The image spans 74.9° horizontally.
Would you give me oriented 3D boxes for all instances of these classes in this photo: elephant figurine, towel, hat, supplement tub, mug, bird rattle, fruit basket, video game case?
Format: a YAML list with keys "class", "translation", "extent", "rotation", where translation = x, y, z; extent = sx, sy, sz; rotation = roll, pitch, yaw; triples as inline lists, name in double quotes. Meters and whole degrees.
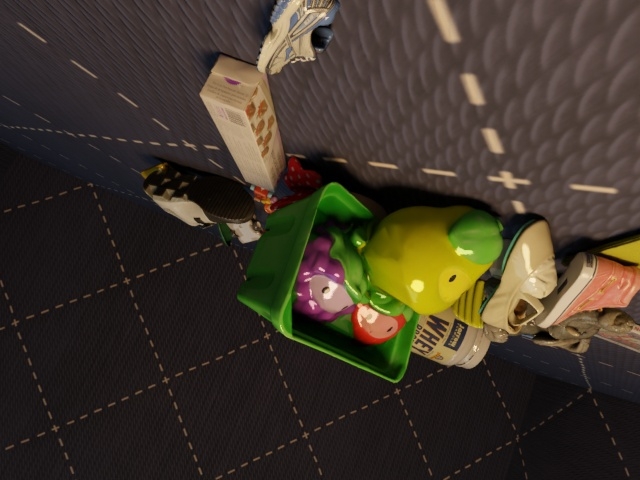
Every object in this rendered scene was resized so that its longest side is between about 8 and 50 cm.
- class: "elephant figurine"
  translation: [0.439, 0.141, 0.781]
  extent: [0.240, 0.186, 0.169]
  rotation: [8, 122, 38]
- class: "towel"
  translation: [0.436, 0.023, 0.564]
  extent: [0.102, 0.021, 0.237]
  rotation: [18, 169, 6]
- class: "hat"
  translation: [-0.251, -0.077, 1.453]
  extent: [0.184, 0.172, 0.208]
  rotation: [-12, 177, -3]
- class: "supplement tub"
  translation: [0.372, 0.274, 1.399]
  extent: [0.325, 0.235, 0.235]
  rotation: [23, 170, -3]
- class: "mug"
  translation: [0.334, 0.040, 0.743]
  extent: [0.062, 0.064, 0.078]
  rotation: [11, 165, 46]
- class: "bird rattle"
  translation: [0.030, -0.066, 0.828]
  extent: [0.207, 0.142, 0.253]
  rotation: [8, 154, 13]
- class: "fruit basket"
  translation: [0.106, 0.073, 0.700]
  extent: [0.393, 0.282, 0.392]
  rotation: [17, 163, 6]
- class: "video game case"
  translation: [0.728, 0.227, 0.980]
  extent: [0.184, 0.023, 0.201]
  rotation: [20, 170, 12]

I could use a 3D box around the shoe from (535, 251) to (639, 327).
- class: "shoe"
  translation: [0.395, 0.088, 0.628]
  extent: [0.081, 0.063, 0.177]
  rotation: [16, 143, 11]

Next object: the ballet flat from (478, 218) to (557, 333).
- class: "ballet flat"
  translation: [0.323, 0.071, 0.656]
  extent: [0.086, 0.086, 0.248]
  rotation: [19, 144, 19]

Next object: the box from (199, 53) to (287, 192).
- class: "box"
  translation: [-0.105, -0.160, 0.654]
  extent: [0.067, 0.063, 0.324]
  rotation: [23, 170, 5]

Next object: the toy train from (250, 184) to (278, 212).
- class: "toy train"
  translation: [-0.110, -0.089, 1.085]
  extent: [0.167, 0.046, 0.125]
  rotation: [24, 170, -9]

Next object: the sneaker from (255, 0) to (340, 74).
- class: "sneaker"
  translation: [-0.022, -0.184, 0.385]
  extent: [0.058, 0.052, 0.135]
  rotation: [21, 171, -15]

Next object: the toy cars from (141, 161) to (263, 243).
- class: "toy cars"
  translation: [-0.345, -0.124, 1.282]
  extent: [0.394, 0.087, 0.176]
  rotation: [23, 134, -11]

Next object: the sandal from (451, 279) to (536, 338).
- class: "sandal"
  translation: [0.475, 0.183, 1.039]
  extent: [0.138, 0.126, 0.318]
  rotation: [26, 172, -39]

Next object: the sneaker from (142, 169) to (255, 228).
- class: "sneaker"
  translation: [-0.315, -0.097, 1.155]
  extent: [0.331, 0.122, 0.146]
  rotation: [17, 149, 20]
